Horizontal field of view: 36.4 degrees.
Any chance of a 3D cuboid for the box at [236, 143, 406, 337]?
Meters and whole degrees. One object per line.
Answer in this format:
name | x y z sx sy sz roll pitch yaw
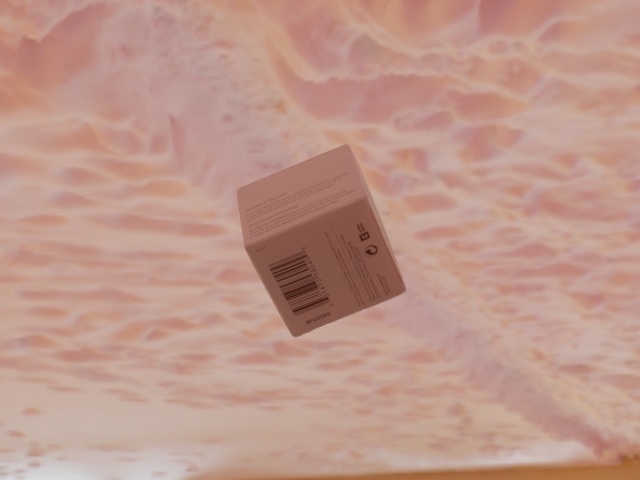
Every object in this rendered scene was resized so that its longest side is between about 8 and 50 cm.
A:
box | 0.000 0.000 0.764 0.102 0.087 0.101 -23 124 4
